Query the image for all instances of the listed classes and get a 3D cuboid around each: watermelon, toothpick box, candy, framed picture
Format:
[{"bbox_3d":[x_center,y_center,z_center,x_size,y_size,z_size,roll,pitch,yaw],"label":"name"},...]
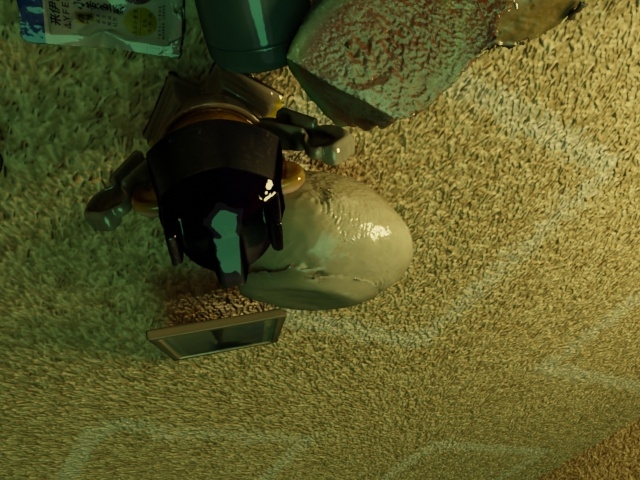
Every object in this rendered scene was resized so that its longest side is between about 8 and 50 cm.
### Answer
[{"bbox_3d":[0.062,-0.221,0.557,0.146,0.128,0.231,34,114,-32],"label":"watermelon"},{"bbox_3d":[-0.075,-0.277,0.546,0.120,0.120,0.184,-14,134,-4],"label":"toothpick box"},{"bbox_3d":[0.000,0.000,0.797,0.296,0.185,0.295,-3,162,-1],"label":"candy"},{"bbox_3d":[-0.173,0.172,0.958,0.213,0.016,0.289,-8,163,-10],"label":"framed picture"}]

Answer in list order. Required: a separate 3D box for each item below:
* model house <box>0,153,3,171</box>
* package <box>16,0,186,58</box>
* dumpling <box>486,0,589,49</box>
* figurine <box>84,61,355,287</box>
[{"bbox_3d":[-0.490,-0.129,0.586,0.164,0.141,0.203,-6,119,20],"label":"model house"},{"bbox_3d":[-0.225,-0.278,0.562,0.173,0.027,0.171,-2,135,-20],"label":"package"},{"bbox_3d":[0.137,-0.300,0.612,0.332,0.086,0.166,15,148,-31],"label":"dumpling"},{"bbox_3d":[-0.120,-0.085,0.613,0.309,0.308,0.143,-28,131,12],"label":"figurine"}]
